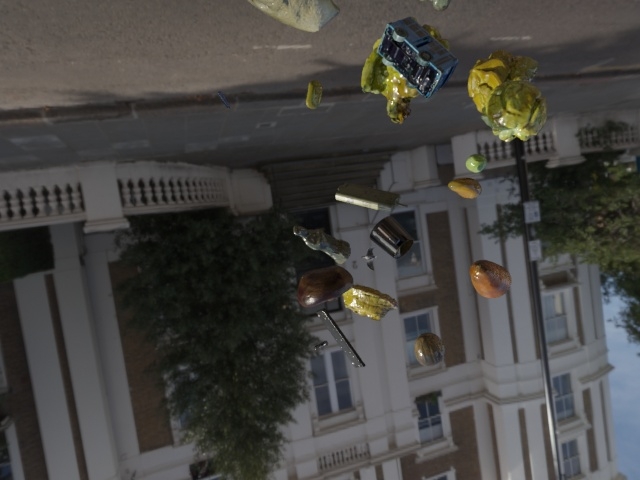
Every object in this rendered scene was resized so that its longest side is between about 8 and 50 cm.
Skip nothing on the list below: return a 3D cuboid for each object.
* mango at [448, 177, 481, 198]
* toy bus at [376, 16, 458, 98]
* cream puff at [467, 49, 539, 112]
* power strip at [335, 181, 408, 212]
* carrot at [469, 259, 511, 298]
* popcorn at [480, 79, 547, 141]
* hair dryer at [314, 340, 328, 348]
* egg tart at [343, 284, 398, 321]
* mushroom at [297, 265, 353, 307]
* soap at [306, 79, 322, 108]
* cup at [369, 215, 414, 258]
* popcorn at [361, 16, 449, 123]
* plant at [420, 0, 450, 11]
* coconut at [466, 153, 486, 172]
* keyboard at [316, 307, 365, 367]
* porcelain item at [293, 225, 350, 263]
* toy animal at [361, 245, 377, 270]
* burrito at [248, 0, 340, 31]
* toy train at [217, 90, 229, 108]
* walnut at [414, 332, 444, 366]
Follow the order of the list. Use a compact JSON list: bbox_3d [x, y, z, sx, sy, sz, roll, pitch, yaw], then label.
[{"bbox_3d":[0.637,-0.236,1.904,0.184,0.084,0.102,14,167,-39],"label":"mango"},{"bbox_3d":[0.235,-0.439,1.038,0.106,0.184,0.090,-32,164,-28],"label":"toy bus"},{"bbox_3d":[0.814,-0.733,1.995,0.324,0.257,0.291,-52,175,-18],"label":"cream puff"},{"bbox_3d":[0.185,-0.152,1.554,0.268,0.034,0.092,16,-137,24],"label":"power strip"},{"bbox_3d":[0.711,0.142,1.859,0.159,0.159,0.225,-6,153,33],"label":"carrot"},{"bbox_3d":[0.691,-0.461,1.532,0.221,0.204,0.184,30,167,-11],"label":"popcorn"},{"bbox_3d":[-0.003,0.512,2.103,0.047,0.026,0.083,-36,162,33],"label":"hair dryer"},{"bbox_3d":[0.244,0.329,2.303,0.345,0.132,0.345,21,165,6],"label":"egg tart"},{"bbox_3d":[0.008,0.167,1.652,0.231,0.138,0.194,-23,170,16],"label":"mushroom"},{"bbox_3d":[-0.030,-0.744,2.212,0.089,0.140,0.045,-7,-156,-45],"label":"soap"},{"bbox_3d":[0.354,-0.007,2.250,0.239,0.166,0.177,-5,-135,-49],"label":"cup"},{"bbox_3d":[0.278,-0.598,1.481,0.326,0.290,0.321,-16,166,-6],"label":"popcorn"},{"bbox_3d":[0.386,-0.819,1.267,0.149,0.146,0.274,2,152,-20],"label":"plant"},{"bbox_3d":[0.711,-0.354,1.978,0.088,0.087,0.096,-8,168,-1],"label":"coconut"},{"bbox_3d":[0.089,0.432,1.915,0.018,0.309,0.101,-35,178,-27],"label":"keyboard"},{"bbox_3d":[0.000,0.000,1.439,0.216,0.081,0.069,27,140,-28],"label":"porcelain item"},{"bbox_3d":[0.159,0.057,1.427,0.050,0.084,0.028,4,-177,-16],"label":"toy animal"},{"bbox_3d":[-0.110,-0.658,1.136,0.190,0.135,0.332,26,-174,38],"label":"burrito"},{"bbox_3d":[-0.417,-0.609,1.882,0.017,0.083,0.017,-44,-139,-12],"label":"toy train"},{"bbox_3d":[0.496,0.498,1.980,0.140,0.162,0.140,-6,-145,4],"label":"walnut"}]
